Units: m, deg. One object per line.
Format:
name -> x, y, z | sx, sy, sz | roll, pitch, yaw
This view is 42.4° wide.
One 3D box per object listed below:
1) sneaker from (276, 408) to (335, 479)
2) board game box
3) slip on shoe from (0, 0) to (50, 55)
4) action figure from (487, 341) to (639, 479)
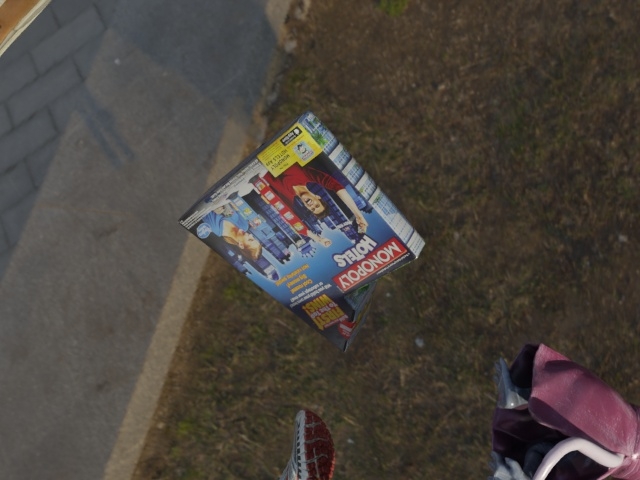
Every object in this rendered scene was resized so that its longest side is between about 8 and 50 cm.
sneaker -> -0.038, 0.379, 1.313 | 0.092, 0.088, 0.225 | -11, 59, 31
board game box -> 0.000, 0.000, 0.730 | 0.194, 0.194, 0.060 | -31, 16, 45
slip on shoe -> -0.135, -0.086, 0.298 | 0.135, 0.051, 0.041 | -35, 33, 22
action figure -> 0.419, 0.261, 1.111 | 0.370, 0.276, 0.248 | 13, 99, -7
